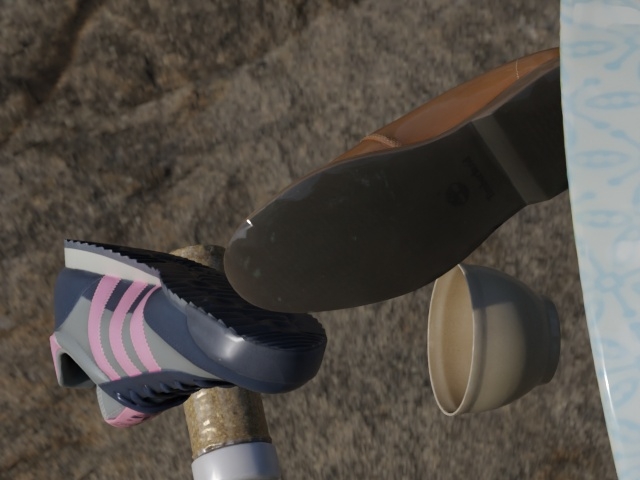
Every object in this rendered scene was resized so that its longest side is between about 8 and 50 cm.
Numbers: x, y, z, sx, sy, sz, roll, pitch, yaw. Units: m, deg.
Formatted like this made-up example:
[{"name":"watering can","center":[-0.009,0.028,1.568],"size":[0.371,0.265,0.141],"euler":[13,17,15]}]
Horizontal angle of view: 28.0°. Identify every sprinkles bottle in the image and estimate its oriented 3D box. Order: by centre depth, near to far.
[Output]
[{"name":"sprinkles bottle","center":[-0.151,0.186,1.847],"size":[0.121,0.121,0.356],"euler":[-13,68,-2]}]

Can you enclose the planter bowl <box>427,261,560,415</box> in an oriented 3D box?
[{"name":"planter bowl","center":[0.186,0.103,1.348],"size":[0.109,0.162,0.162],"euler":[2,60,-11]}]

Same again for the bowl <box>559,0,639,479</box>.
[{"name":"bowl","center":[0.173,0.027,0.362],"size":[0.156,0.289,0.290],"euler":[-10,61,4]}]

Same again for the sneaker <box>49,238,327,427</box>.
[{"name":"sneaker","center":[-0.105,0.085,0.932],"size":[0.112,0.319,0.131],"euler":[10,94,-33]}]

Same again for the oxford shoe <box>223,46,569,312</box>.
[{"name":"oxford shoe","center":[0.050,-0.030,0.636],"size":[0.212,0.076,0.076],"euler":[-26,23,4]}]
